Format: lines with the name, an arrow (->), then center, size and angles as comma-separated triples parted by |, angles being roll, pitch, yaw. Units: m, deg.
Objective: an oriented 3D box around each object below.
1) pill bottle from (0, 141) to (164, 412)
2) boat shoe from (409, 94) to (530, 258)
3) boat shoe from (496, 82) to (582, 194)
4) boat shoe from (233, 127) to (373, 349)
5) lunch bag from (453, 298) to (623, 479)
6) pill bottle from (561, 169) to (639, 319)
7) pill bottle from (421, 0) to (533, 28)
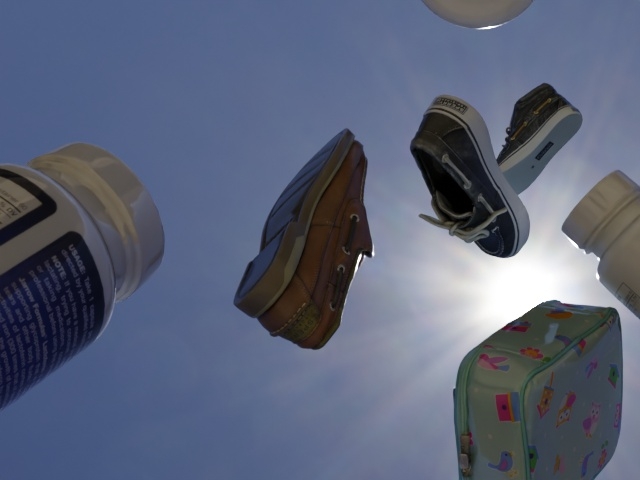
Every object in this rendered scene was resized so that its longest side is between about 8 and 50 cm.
pill bottle -> -0.238, 0.038, 0.865 | 0.153, 0.153, 0.265 | 14, -146, 31
boat shoe -> 0.194, -0.054, 1.665 | 0.113, 0.306, 0.105 | 21, -115, 31
boat shoe -> 0.285, -0.137, 1.784 | 0.183, 0.065, 0.083 | -45, -133, 15
boat shoe -> 0.000, 0.000, 1.369 | 0.111, 0.104, 0.307 | -40, -163, 42
lunch bag -> 0.249, 0.203, 1.427 | 0.108, 0.224, 0.279 | 10, -158, 35
pill bottle -> 0.403, 0.028, 1.485 | 0.131, 0.131, 0.229 | -40, -108, -14
pill bottle -> 0.273, -0.476, 1.951 | 0.210, 0.210, 0.363 | -3, -155, 21
